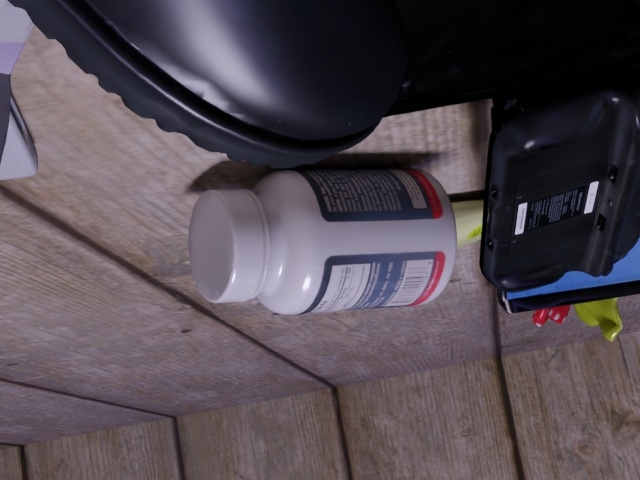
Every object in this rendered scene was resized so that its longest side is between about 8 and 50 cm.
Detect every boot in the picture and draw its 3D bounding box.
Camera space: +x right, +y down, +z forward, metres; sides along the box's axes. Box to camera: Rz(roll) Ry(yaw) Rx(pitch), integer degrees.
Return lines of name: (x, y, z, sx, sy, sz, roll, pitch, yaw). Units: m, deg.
boot: (-0.002, -0.120, 0.313, 0.207, 0.094, 0.246, -18, 141, 40)

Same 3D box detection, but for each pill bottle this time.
pill bottle: (0.000, 0.000, 0.916, 0.180, 0.108, 0.108, -2, 165, -30)

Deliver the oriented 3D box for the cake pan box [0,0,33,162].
cake pan box: (-0.223, -0.036, 0.359, 0.267, 0.070, 0.245, 8, 119, -51)

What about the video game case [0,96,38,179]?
video game case: (-0.270, -0.055, 0.656, 0.212, 0.023, 0.193, -8, 167, -7)

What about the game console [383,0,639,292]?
game console: (0.125, -0.067, 0.653, 0.213, 0.044, 0.361, -9, 150, 0)

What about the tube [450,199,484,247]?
tube: (0.068, -0.002, 1.080, 0.240, 0.062, 0.070, -11, -151, -18)

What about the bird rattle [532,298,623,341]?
bird rattle: (0.286, 0.014, 1.178, 0.207, 0.143, 0.253, -28, 168, 5)

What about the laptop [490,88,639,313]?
laptop: (0.238, -0.058, 0.777, 0.234, 0.136, 0.264, -9, 167, -7)
